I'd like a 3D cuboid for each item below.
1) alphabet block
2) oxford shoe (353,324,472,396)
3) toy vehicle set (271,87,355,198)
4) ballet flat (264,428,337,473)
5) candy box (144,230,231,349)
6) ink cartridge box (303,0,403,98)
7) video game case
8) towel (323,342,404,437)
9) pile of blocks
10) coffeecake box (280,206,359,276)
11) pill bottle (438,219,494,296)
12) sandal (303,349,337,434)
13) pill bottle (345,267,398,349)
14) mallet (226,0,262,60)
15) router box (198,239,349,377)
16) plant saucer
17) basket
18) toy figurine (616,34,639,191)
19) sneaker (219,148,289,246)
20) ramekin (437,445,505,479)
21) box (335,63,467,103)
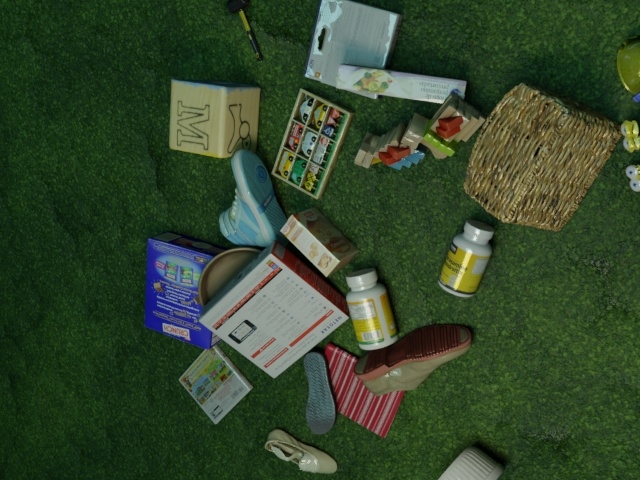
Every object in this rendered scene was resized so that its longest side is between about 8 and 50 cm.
[{"bbox_3d":[-0.303,-0.355,1.853,0.193,0.192,0.197,14,108,26],"label":"alphabet block"},{"bbox_3d":[0.270,0.335,1.781,0.348,0.123,0.130,-23,115,25],"label":"oxford shoe"},{"bbox_3d":[-0.024,-0.271,1.813,0.166,0.035,0.266,29,114,18],"label":"toy vehicle set"},{"bbox_3d":[-0.069,0.688,2.052,0.248,0.086,0.086,21,111,22],"label":"ballet flat"},{"bbox_3d":[-0.429,0.159,2.086,0.268,0.122,0.317,15,108,22],"label":"candy box"},{"bbox_3d":[0.083,-0.508,1.690,0.224,0.045,0.223,23,113,20],"label":"ink cartridge box"},{"bbox_3d":[-0.359,0.486,2.187,0.206,0.026,0.227,47,120,10],"label":"video game case"},{"bbox_3d":[0.108,0.446,1.927,0.275,0.031,0.198,26,114,19],"label":"towel"},{"bbox_3d":[0.235,-0.230,1.614,0.362,0.112,0.149,-20,121,38],"label":"pile of blocks"},{"bbox_3d":[0.000,0.000,1.807,0.185,0.142,0.068,44,118,11],"label":"coffeecake box"},{"bbox_3d":[0.376,0.044,1.642,0.103,0.103,0.184,25,113,21],"label":"pill bottle"},{"bbox_3d":[0.005,0.457,1.943,0.097,0.054,0.254,-2,92,20],"label":"sandal"},{"bbox_3d":[0.138,0.189,1.796,0.118,0.117,0.208,-12,97,30],"label":"pill bottle"},{"bbox_3d":[-0.199,-0.607,1.825,0.062,0.039,0.189,-25,94,34],"label":"mallet"},{"bbox_3d":[-0.135,0.209,1.881,0.301,0.082,0.335,41,115,-16],"label":"router box"},{"bbox_3d":[-0.232,0.148,1.959,0.278,0.041,0.277,-1,107,-4],"label":"plant saucer"},{"bbox_3d":[0.508,-0.197,1.520,0.213,0.223,0.299,50,126,46],"label":"basket"},{"bbox_3d":[0.725,-0.252,1.304,0.191,0.217,0.362,-8,98,19],"label":"toy figurine"},{"bbox_3d":[-0.236,-0.107,1.881,0.208,0.127,0.319,-5,118,31],"label":"sneaker"},{"bbox_3d":[0.390,0.654,1.737,0.109,0.207,0.207,42,118,23],"label":"ramekin"},{"bbox_3d":[0.201,-0.391,1.611,0.324,0.067,0.063,11,110,12],"label":"box"}]
